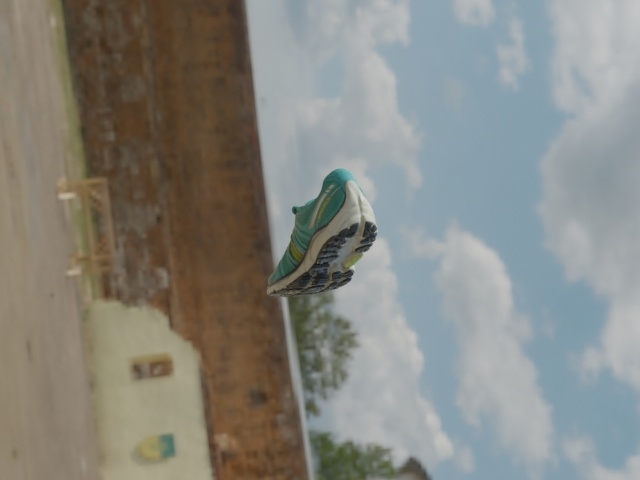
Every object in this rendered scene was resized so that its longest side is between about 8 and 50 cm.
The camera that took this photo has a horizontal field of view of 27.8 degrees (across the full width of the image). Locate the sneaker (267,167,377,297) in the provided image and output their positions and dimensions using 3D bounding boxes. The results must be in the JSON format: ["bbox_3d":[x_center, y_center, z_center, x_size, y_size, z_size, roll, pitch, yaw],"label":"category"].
[{"bbox_3d":[0.000,0.000,1.794,0.275,0.107,0.110,-50,-130,51],"label":"sneaker"}]
